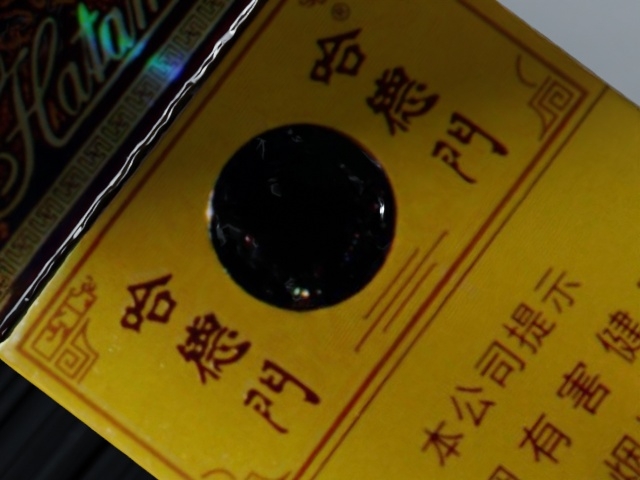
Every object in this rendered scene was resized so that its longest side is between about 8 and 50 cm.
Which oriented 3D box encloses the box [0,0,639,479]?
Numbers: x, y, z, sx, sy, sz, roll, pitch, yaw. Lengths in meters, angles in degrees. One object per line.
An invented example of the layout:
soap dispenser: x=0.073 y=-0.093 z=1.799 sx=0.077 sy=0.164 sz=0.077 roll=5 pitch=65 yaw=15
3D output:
box: x=0.000 y=0.000 z=0.496 sx=0.415 sy=0.264 sz=0.116 roll=38 pitch=179 yaw=3
